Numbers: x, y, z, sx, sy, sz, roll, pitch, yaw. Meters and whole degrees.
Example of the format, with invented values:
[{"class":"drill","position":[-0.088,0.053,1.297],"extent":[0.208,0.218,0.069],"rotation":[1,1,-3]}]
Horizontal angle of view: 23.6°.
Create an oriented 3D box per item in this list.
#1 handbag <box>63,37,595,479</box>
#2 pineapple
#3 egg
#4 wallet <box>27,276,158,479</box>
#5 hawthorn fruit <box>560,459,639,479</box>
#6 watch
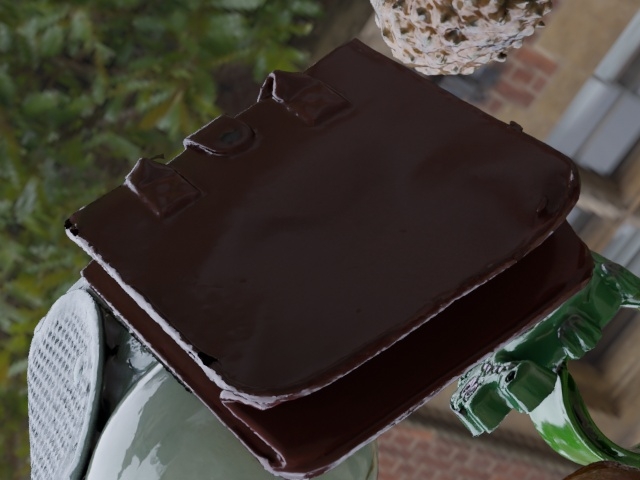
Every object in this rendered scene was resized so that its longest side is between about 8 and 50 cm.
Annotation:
[{"class":"handbag","position":[0.000,-0.001,0.965],"extent":[0.275,0.260,0.084],"rotation":[40,158,46]},{"class":"pineapple","position":[0.189,-0.270,1.448],"extent":[0.169,0.340,0.169],"rotation":[8,-108,-27]},{"class":"egg","position":[-0.067,0.173,1.022],"extent":[0.183,0.264,0.183],"rotation":[23,-148,-15]},{"class":"wallet","position":[-0.192,0.123,1.365],"extent":[0.075,0.237,0.342],"rotation":[28,-152,-30]},{"class":"hawthorn fruit","position":[0.127,0.138,0.695],"extent":[0.077,0.077,0.077],"rotation":[27,-153,-15]},{"class":"watch","position":[0.191,0.100,1.063],"extent":[0.152,0.165,0.131],"rotation":[40,163,-11]}]
